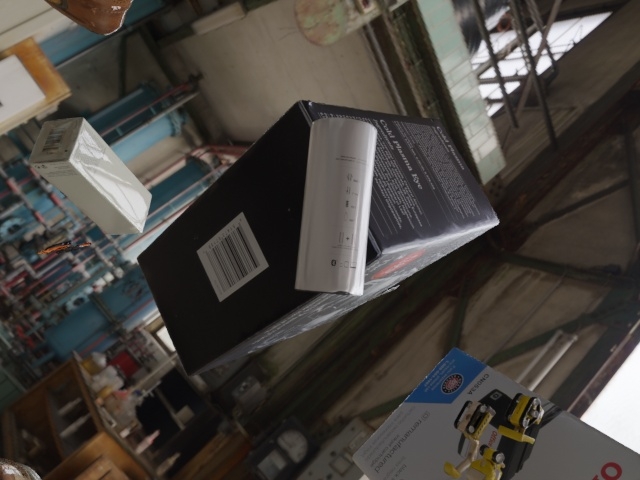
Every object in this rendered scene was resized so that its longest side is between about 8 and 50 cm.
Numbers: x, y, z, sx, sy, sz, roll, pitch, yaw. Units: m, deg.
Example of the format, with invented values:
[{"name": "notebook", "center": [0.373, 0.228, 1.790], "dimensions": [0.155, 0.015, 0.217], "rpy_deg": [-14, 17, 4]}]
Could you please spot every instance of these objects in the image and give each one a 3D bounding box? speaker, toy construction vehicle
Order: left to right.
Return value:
[{"name": "speaker", "center": [0.013, -0.026, 0.430], "dimensions": [0.055, 0.055, 0.136], "rpy_deg": [174, -78, -66]}, {"name": "toy construction vehicle", "center": [0.169, 0.196, 0.532], "dimensions": [0.035, 0.098, 0.086], "rpy_deg": [42, -20, -16]}]

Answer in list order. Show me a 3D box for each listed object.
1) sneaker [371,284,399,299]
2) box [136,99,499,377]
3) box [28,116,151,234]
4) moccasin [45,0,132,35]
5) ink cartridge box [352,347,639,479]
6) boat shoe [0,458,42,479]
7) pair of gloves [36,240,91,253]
[{"name": "sneaker", "center": [0.088, 0.087, 1.045], "dimensions": [0.170, 0.089, 0.051], "rpy_deg": [26, 38, -63]}, {"name": "box", "center": [0.000, 0.000, 0.715], "dimensions": [0.343, 0.312, 0.179], "rpy_deg": [-36, -104, 36]}, {"name": "box", "center": [-0.469, -0.125, 1.139], "dimensions": [0.094, 0.113, 0.275], "rpy_deg": [-3, -31, 13]}, {"name": "moccasin", "center": [-0.279, -0.304, 0.411], "dimensions": [0.380, 0.139, 0.147], "rpy_deg": [38, -53, 1]}, {"name": "ink cartridge box", "center": [0.219, 0.301, 0.663], "dimensions": [0.129, 0.223, 0.307], "rpy_deg": [54, -14, -27]}, {"name": "boat shoe", "center": [-0.342, 0.345, 0.452], "dimensions": [0.123, 0.324, 0.116], "rpy_deg": [10, -37, -8]}, {"name": "pair of gloves", "center": [-0.508, 0.013, 1.078], "dimensions": [0.083, 0.074, 0.010], "rpy_deg": [8, 66, -78]}]
